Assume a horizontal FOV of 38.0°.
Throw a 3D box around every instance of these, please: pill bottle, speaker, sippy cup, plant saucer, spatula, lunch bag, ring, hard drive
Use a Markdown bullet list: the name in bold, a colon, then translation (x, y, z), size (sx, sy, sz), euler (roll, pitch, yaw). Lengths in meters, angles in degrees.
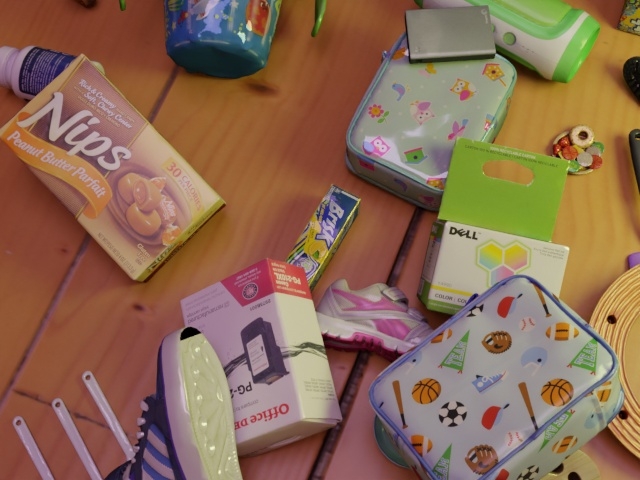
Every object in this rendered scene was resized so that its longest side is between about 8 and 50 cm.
- **pill bottle**: translation (-0.456, -0.272, 1.553), size (0.169, 0.094, 0.094), euler (15, 70, 8)
- **speaker**: translation (0.309, -0.379, 1.551), size (0.297, 0.131, 0.131), euler (32, 73, 14)
- **sippy cup**: translation (-0.162, -0.397, 1.536), size (0.306, 0.240, 0.224), euler (-1, 77, 26)
- **plant saucer**: translation (0.136, 0.274, 1.351), size (0.119, 0.021, 0.119), euler (-1, 67, 2)
- **spatula**: translation (-0.342, 0.323, 1.351), size (0.168, 0.019, 0.242), euler (-33, 71, -10)
- **spatula**: translation (0.515, -0.040, 1.452), size (0.084, 0.030, 0.296), euler (-2, 73, 1)
- **lunch bag**: translation (0.172, -0.203, 1.495), size (0.224, 0.108, 0.279), euler (25, 71, 14)
- **ring**: translation (0.549, 0.183, 1.353), size (0.337, 0.032, 0.336), euler (0, 73, 0)
- **hard drive**: translation (0.205, -0.327, 1.474), size (0.135, 0.022, 0.094), euler (-3, 66, 0)
- **lunch bag**: translation (0.228, 0.191, 1.212), size (0.303, 0.115, 0.243), euler (-35, 46, -7)

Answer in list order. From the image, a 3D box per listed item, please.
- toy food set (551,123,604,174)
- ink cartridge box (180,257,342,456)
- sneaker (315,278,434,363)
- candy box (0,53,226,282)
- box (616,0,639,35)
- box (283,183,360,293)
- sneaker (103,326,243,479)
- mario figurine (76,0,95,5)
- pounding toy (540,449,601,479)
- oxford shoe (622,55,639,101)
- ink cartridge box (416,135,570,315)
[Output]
- **toy food set**: translation (0.418, -0.144, 1.508), size (0.083, 0.020, 0.082), euler (-25, 70, -8)
- **ink cartridge box**: translation (-0.088, 0.170, 1.323), size (0.172, 0.100, 0.237), euler (-26, 66, 27)
- **sneaker**: translation (0.106, 0.119, 1.371), size (0.252, 0.103, 0.111), euler (14, 71, 7)
- **candy box**: translation (-0.321, -0.110, 1.439), size (0.183, 0.087, 0.316), euler (-44, 85, -3)
- **box**: translation (0.635, -0.511, 1.509), size (0.177, 0.279, 0.290), euler (18, 69, 9)
- **box**: translation (0.000, 0.000, 1.445), size (0.054, 0.059, 0.169), euler (27, 72, 10)
- **sneaker**: translation (-0.236, 0.293, 1.244), size (0.236, 0.130, 0.322), euler (-13, 89, 21)
- **mario figurine**: translation (-0.355, -0.566, 1.677), size (0.198, 0.170, 0.320), euler (43, 85, -20)
- **pounding toy**: translation (0.282, 0.321, 1.302), size (0.269, 0.155, 0.154), euler (-40, 100, -3)
- **oxford shoe**: translation (0.602, -0.239, 1.518), size (0.227, 0.082, 0.096), euler (35, 55, 14)
- **ink cartridge box**: translation (0.263, -0.011, 1.357), size (0.189, 0.097, 0.255), euler (12, 94, -3)
